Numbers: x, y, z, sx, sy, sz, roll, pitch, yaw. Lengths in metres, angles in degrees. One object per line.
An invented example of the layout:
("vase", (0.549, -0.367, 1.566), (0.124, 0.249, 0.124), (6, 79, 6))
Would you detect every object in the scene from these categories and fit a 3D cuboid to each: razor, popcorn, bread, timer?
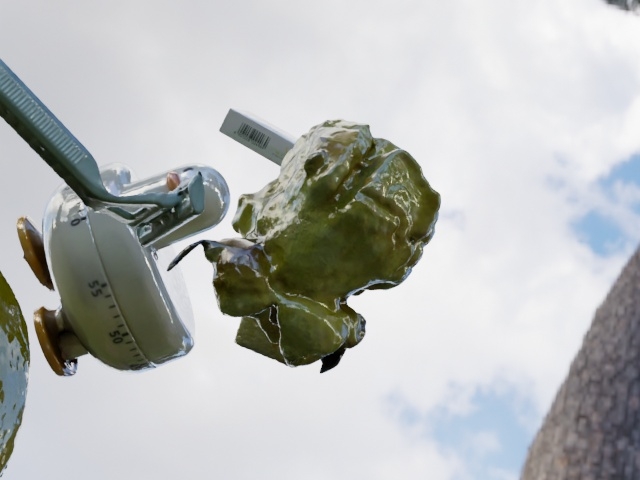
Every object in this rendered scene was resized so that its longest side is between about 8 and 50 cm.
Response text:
("razor", (-0.222, -0.095, 1.011), (0.278, 0.056, 0.111), (40, -31, -15))
("popcorn", (-0.004, -0.005, 1.023), (0.173, 0.195, 0.168), (43, -3, -37))
("bread", (-0.049, 0.079, 1.423), (0.084, 0.080, 0.109), (19, -90, 0))
("timer", (-0.194, 0.022, 1.390), (0.240, 0.233, 0.233), (-20, -54, 1))

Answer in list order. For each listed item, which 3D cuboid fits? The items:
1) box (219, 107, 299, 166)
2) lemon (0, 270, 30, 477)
("box", (-0.045, -0.115, 1.608), (0.154, 0.084, 0.040), (29, -84, 11))
("lemon", (-0.398, 0.115, 1.027), (0.348, 0.348, 0.348), (10, -47, 11))
